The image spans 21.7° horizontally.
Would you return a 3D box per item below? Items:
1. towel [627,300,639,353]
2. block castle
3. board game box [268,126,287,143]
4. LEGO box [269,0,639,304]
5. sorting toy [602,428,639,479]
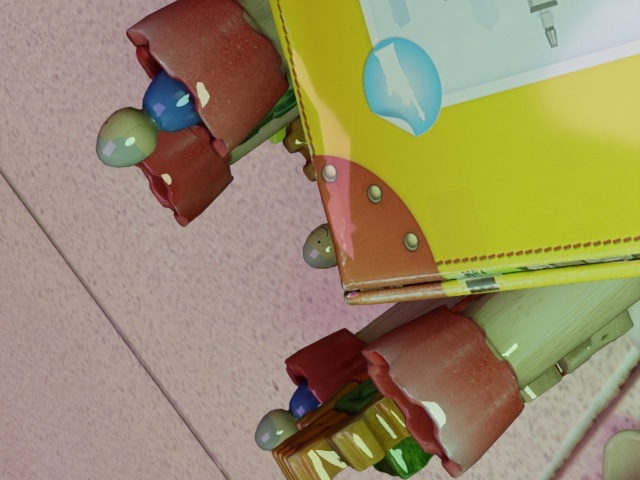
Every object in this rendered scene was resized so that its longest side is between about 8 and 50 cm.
[{"bbox_3d":[0.245,-0.048,0.891,0.331,0.053,0.317,-3,126,52],"label":"towel"},{"bbox_3d":[0.000,0.000,1.072,0.303,0.213,0.453,54,171,-1],"label":"block castle"},{"bbox_3d":[-0.050,-0.178,1.336,0.092,0.043,0.181,35,139,38],"label":"board game box"},{"bbox_3d":[0.197,-0.194,0.606,0.500,0.193,0.373,-8,99,45],"label":"LEGO box"},{"bbox_3d":[0.286,0.243,1.159,0.208,0.038,0.193,26,133,39],"label":"sorting toy"}]
